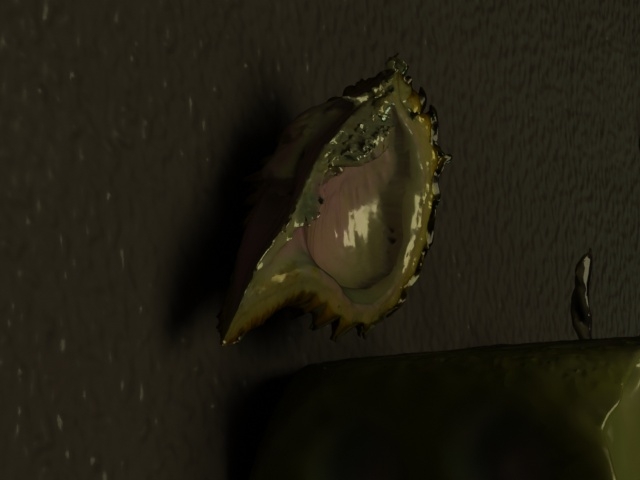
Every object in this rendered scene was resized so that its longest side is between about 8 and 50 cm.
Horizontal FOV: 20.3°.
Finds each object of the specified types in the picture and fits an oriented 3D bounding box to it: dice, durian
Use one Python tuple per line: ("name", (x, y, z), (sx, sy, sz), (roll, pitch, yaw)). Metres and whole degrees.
("dice", (0.104, 0.174, 0.967), (0.233, 0.226, 0.238), (3, 81, -63))
("durian", (-0.010, -0.007, 0.960), (0.224, 0.078, 0.140), (-41, 133, -47))

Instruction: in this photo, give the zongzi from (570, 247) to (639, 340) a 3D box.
("zongzi", (0.233, 0.196, 1.365), (0.500, 0.218, 0.467), (58, 7, -17))
